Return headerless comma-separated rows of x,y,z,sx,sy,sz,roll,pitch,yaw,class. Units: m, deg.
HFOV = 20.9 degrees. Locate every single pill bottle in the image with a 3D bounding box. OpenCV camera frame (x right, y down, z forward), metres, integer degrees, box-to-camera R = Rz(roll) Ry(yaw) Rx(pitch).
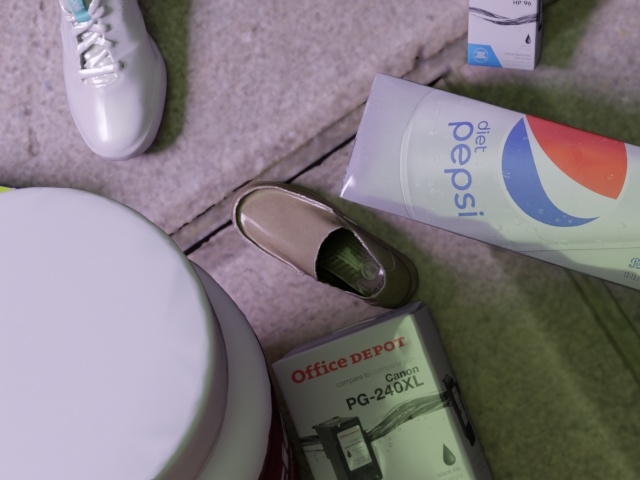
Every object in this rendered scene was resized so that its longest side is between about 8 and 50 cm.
-0.132,0.126,1.054,0.224,0.392,0.224,-1,70,4,pill bottle

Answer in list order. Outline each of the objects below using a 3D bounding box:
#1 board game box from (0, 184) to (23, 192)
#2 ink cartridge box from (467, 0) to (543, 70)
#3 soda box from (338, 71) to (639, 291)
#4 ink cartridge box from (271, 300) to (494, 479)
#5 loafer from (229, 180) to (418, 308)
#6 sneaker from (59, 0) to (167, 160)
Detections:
-0.387,0.053,1.311,0.347,0.078,0.233,8,90,15,board game box
0.127,-0.162,1.187,0.048,0.028,0.083,6,115,15,ink cartridge box
0.165,-0.028,1.154,0.286,0.098,0.091,18,93,16,soda box
0.045,0.131,1.192,0.109,0.063,0.150,-21,90,15,ink cartridge box
0.000,0.000,1.221,0.148,0.050,0.056,25,93,13,loafer
-0.164,-0.164,1.249,0.080,0.094,0.212,-6,87,14,sneaker
